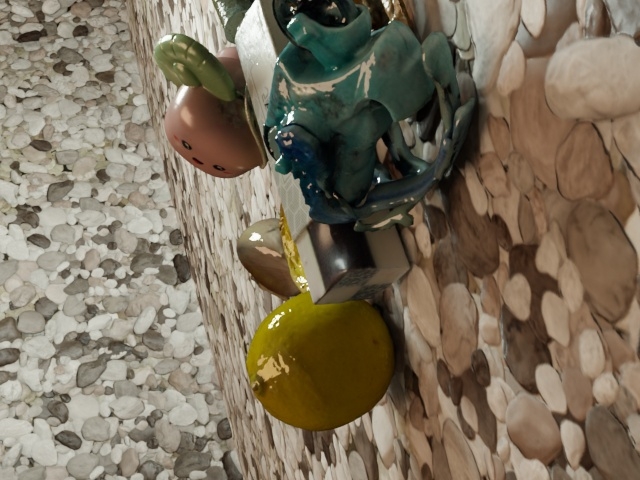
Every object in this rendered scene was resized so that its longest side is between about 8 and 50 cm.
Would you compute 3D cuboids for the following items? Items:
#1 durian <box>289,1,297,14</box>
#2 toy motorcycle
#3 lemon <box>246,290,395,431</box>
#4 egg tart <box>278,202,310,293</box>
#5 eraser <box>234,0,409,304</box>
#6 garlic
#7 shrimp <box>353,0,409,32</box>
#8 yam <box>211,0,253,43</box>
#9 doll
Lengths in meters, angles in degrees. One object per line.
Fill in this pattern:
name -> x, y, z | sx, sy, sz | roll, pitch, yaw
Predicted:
durian -> -0.015, -0.323, 0.954 | 0.188, 0.091, 0.148 | -101, 12, -61
toy motorcycle -> 0.037, -0.121, 0.783 | 0.206, 0.154, 0.260 | 29, 148, 10
lemon -> -0.002, 0.152, 1.039 | 0.178, 0.203, 0.178 | 25, 122, 47
egg tart -> 0.000, 0.000, 1.155 | 0.191, 0.074, 0.191 | 170, 90, -73
eraser -> -0.006, -0.122, 1.029 | 0.096, 0.098, 0.403 | -47, 53, 50
garlic -> -0.069, 0.031, 1.399 | 0.128, 0.149, 0.266 | -64, 11, -4
shrimp -> 0.066, -0.225, 0.848 | 0.132, 0.052, 0.187 | 7, 114, 61
yam -> -0.154, -0.416, 1.441 | 0.068, 0.068, 0.169 | 97, 158, -47
doll -> -0.126, -0.208, 1.225 | 0.216, 0.284, 0.268 | -59, 17, -13
